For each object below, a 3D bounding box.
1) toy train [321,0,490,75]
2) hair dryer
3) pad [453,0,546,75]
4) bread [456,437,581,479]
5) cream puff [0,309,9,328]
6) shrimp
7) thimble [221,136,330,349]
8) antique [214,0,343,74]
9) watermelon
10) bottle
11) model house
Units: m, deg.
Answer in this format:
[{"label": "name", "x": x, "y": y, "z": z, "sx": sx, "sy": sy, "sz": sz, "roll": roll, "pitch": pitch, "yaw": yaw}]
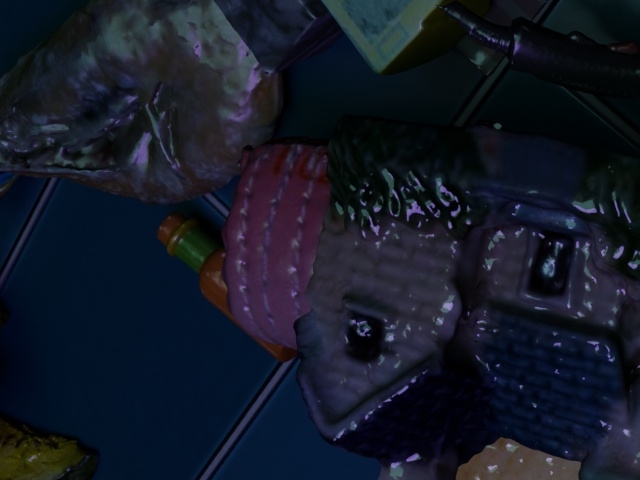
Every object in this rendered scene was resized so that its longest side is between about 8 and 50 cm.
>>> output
[{"label": "toy train", "x": 0.035, "y": -0.342, "z": 1.016, "sx": 0.369, "sy": 0.150, "sz": 0.237, "roll": 55, "pitch": 130, "yaw": 9}, {"label": "hair dryer", "x": 0.220, "y": -0.161, "z": 0.929, "sx": 0.271, "sy": 0.091, "sz": 0.236, "roll": 7, "pitch": 119, "yaw": 2}, {"label": "pad", "x": 0.152, "y": -0.310, "z": 1.036, "sx": 0.202, "sy": 0.005, "sz": 0.300, "roll": 46, "pitch": 122, "yaw": 13}, {"label": "bread", "x": 0.227, "y": 0.215, "z": 1.115, "sx": 0.316, "sy": 0.054, "sz": 0.316, "roll": 9, "pitch": 107, "yaw": 30}, {"label": "cream puff", "x": -0.491, "y": 0.167, "z": 1.412, "sx": 0.257, "sy": 0.324, "sz": 0.291, "roll": 8, "pitch": 131, "yaw": -10}, {"label": "shrimp", "x": -0.216, "y": -0.119, "z": 1.274, "sx": 0.445, "sy": 0.110, "sz": 0.221, "roll": -23, "pitch": 100, "yaw": 31}, {"label": "thimble", "x": 0.002, "y": 0.006, "z": 1.123, "sx": 0.125, "sy": 0.163, "sz": 0.190, "roll": 10, "pitch": 99, "yaw": 33}, {"label": "antique", "x": -0.052, "y": -0.251, "z": 1.120, "sx": 0.183, "sy": 0.086, "sz": 0.088, "roll": 54, "pitch": 137, "yaw": 6}, {"label": "watermelon", "x": -0.401, "y": 0.260, "z": 1.512, "sx": 0.301, "sy": 0.123, "sz": 0.129, "roll": 17, "pitch": 80, "yaw": 28}, {"label": "bottle", "x": -0.085, "y": 0.039, "z": 1.248, "sx": 0.187, "sy": 0.069, "sz": 0.069, "roll": 37, "pitch": 120, "yaw": 17}, {"label": "model house", "x": 0.142, "y": 0.075, "z": 0.967, "sx": 0.298, "sy": 0.243, "sz": 0.284, "roll": 13, "pitch": 87, "yaw": 37}]
